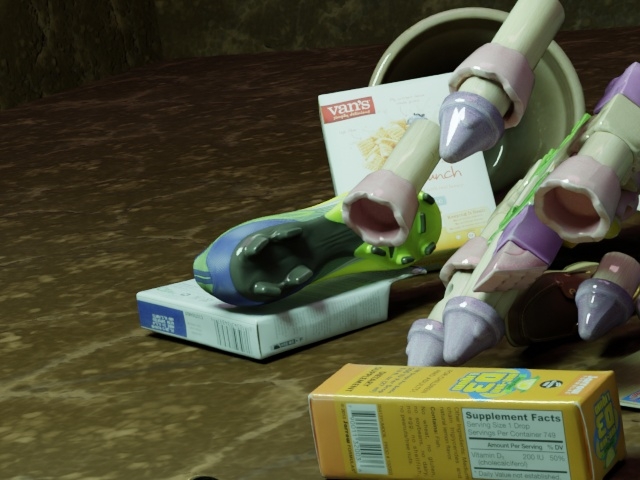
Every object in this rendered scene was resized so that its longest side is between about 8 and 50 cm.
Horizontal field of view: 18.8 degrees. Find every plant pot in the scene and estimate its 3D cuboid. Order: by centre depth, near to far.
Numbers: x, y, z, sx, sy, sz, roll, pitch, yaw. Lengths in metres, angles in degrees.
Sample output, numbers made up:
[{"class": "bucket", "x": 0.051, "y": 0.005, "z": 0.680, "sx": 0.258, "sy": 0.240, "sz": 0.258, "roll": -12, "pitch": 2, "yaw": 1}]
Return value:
[{"class": "plant pot", "x": 0.180, "y": -0.139, "z": 2.372, "sx": 0.263, "sy": 0.263, "sz": 0.229, "roll": -9, "pitch": -4, "yaw": -1}]

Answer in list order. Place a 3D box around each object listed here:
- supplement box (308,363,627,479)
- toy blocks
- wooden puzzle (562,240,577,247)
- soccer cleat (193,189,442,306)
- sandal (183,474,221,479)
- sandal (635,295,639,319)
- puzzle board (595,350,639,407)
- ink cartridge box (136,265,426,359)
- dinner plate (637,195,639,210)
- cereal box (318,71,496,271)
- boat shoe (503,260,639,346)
[{"class": "supplement box", "x": 0.111, "y": 0.142, "z": 1.483, "sx": 0.233, "sy": 0.080, "sz": 0.078, "roll": 1, "pitch": 18, "yaw": 28}, {"class": "toy blocks", "x": 0.182, "y": 0.014, "z": 1.606, "sx": 0.260, "sy": 0.309, "sz": 0.288, "roll": -56, "pitch": 4, "yaw": -36}, {"class": "wooden puzzle", "x": 0.299, "y": -0.054, "z": 2.033, "sx": 0.221, "sy": 0.044, "sz": 0.239, "roll": -40, "pitch": -1, "yaw": -1}, {"class": "soccer cleat", "x": -0.001, "y": -0.001, "z": 1.956, "sx": 0.289, "sy": 0.093, "sz": 0.121, "roll": -16, "pitch": 9, "yaw": -38}, {"class": "sandal", "x": -0.069, "y": 0.197, "z": 1.392, "sx": 0.219, "sy": 0.060, "sz": 0.090, "roll": -10, "pitch": 13, "yaw": -8}, {"class": "sandal", "x": 0.483, "y": 0.002, "z": 1.794, "sx": 0.416, "sy": 0.102, "sz": 0.169, "roll": -12, "pitch": 12, "yaw": -11}, {"class": "puzzle board", "x": 0.278, "y": 0.117, "z": 1.632, "sx": 0.128, "sy": 0.011, "sz": 0.096, "roll": -20, "pitch": 18, "yaw": -40}, {"class": "ink cartridge box", "x": -0.040, "y": 0.062, "z": 2.006, "sx": 0.224, "sy": 0.045, "sz": 0.223, "roll": -16, "pitch": 15, "yaw": -35}, {"class": "dinner plate", "x": 0.437, "y": -0.056, "z": 2.288, "sx": 0.141, "sy": 0.017, "sz": 0.141, "roll": -9, "pitch": 14, "yaw": 2}, {"class": "cereal box", "x": 0.100, "y": -0.074, "z": 2.177, "sx": 0.173, "sy": 0.047, "sz": 0.240, "roll": -10, "pitch": 57, "yaw": -3}, {"class": "boat shoe", "x": 0.236, "y": 0.057, "z": 1.807, "sx": 0.060, "sy": 0.064, "sz": 0.178, "roll": 0, "pitch": 13, "yaw": 41}]
